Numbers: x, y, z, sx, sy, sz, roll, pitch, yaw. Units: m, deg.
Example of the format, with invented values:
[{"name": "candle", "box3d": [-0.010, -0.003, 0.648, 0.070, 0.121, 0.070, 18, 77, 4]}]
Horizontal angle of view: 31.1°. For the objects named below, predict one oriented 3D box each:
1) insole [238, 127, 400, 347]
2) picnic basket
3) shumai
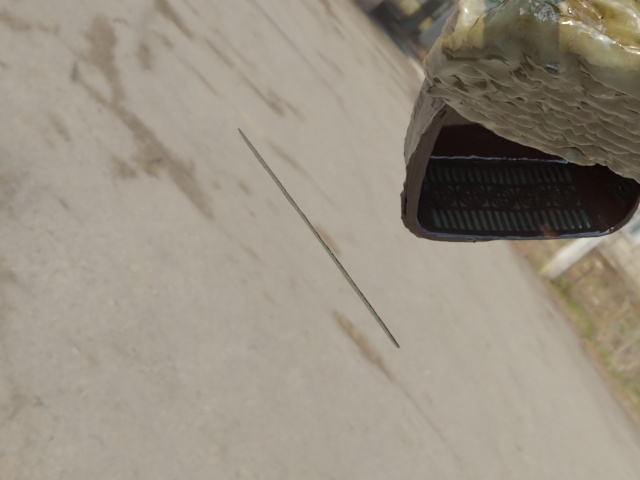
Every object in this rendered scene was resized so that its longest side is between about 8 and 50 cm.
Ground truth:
[{"name": "insole", "box3d": [-0.001, 0.000, 0.958, 0.232, 0.003, 0.080, 54, -2, -9]}, {"name": "picnic basket", "box3d": [0.226, -0.116, 1.309, 0.297, 0.222, 0.129, -1, 42, -16]}, {"name": "shumai", "box3d": [0.263, -0.185, 0.854, 0.314, 0.262, 0.267, 22, -7, 13]}]
